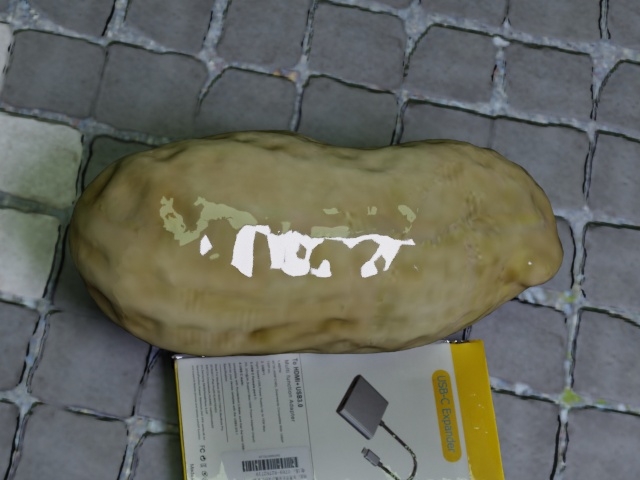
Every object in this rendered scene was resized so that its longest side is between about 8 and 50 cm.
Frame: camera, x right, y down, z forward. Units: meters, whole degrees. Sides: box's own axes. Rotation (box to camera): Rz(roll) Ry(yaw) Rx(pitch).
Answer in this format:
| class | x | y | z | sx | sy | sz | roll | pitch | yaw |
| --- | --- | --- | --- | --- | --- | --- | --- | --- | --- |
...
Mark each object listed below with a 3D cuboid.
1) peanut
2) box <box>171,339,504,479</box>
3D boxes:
| class | x | y | z | sx | sy | sz | roll | pitch | yaw |
| --- | --- | --- | --- | --- | --- | --- | --- | --- | --- |
| peanut | 0.000 | 0.000 | 1.470 | 0.387 | 0.169 | 0.192 | 0 | 23 | -14 |
| box | 0.012 | 0.145 | 1.474 | 0.247 | 0.033 | 0.129 | -2 | 64 | -8 |
